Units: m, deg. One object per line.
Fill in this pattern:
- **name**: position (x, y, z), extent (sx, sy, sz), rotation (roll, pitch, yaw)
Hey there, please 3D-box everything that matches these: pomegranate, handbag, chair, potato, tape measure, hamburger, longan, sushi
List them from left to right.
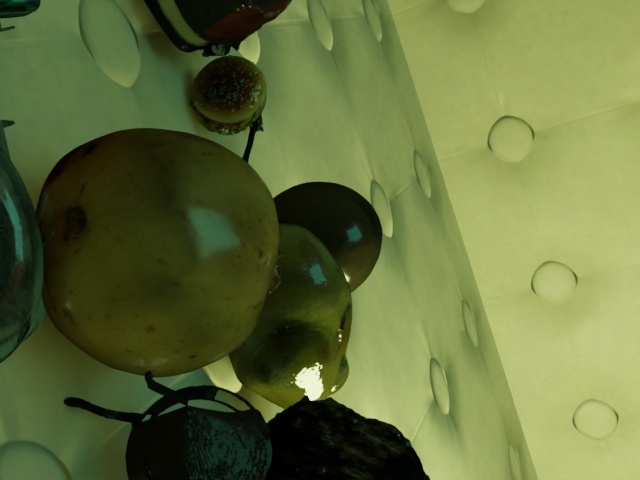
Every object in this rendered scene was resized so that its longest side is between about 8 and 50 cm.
- **tape measure**: position (-0.370, 0.006, 0.826), extent (0.275, 0.147, 0.256), rotation (-13, 90, -72)
- **pomegranate**: position (-0.181, 0.010, 1.084), extent (0.319, 0.319, 0.319), rotation (48, 34, -48)
- **chair**: position (-0.172, 0.244, 1.067), extent (0.213, 0.149, 0.174), rotation (24, 51, -43)
- **handbag**: position (-0.169, -0.407, 1.511), extent (0.181, 0.181, 0.254), rotation (60, 25, -10)
- **hamburger**: position (-0.155, -0.245, 1.536), extent (0.141, 0.126, 0.081), rotation (-58, 168, -7)
- **potato**: position (-0.056, 0.129, 1.412), extent (0.202, 0.218, 0.351), rotation (37, -27, 56)
- **sushi**: position (-0.001, 0.396, 1.230), extent (0.299, 0.281, 0.294), rotation (31, 18, 9)
- **longan**: position (0.000, 0.000, 1.577), extent (0.248, 0.248, 0.248), rotation (48, 34, -48)

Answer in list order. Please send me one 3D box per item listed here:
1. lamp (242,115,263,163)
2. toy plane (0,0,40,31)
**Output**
- **lamp**: position (-0.154, -0.154, 1.569), extent (0.371, 0.108, 0.130), rotation (-96, 179, -48)
- **toy plane**: position (-0.394, -0.279, 1.027), extent (0.235, 0.096, 0.060), rotation (-18, 90, -50)
